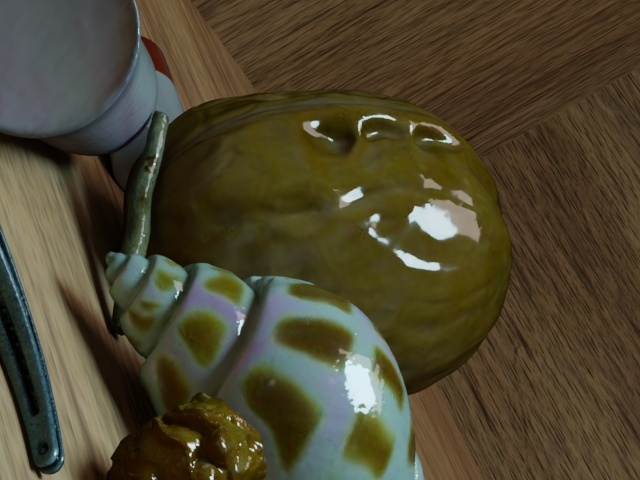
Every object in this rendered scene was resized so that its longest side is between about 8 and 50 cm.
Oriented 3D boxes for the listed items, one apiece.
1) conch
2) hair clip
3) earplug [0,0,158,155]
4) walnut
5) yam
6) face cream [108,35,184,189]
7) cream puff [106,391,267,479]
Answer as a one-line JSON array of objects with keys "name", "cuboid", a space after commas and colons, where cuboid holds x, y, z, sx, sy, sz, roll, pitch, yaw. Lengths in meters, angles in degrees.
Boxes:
[{"name": "conch", "cuboid": [-0.034, 0.152, 1.260, 0.368, 0.197, 0.249, 65, -20, 4]}, {"name": "hair clip", "cuboid": [-0.211, 0.052, 1.016, 0.229, 0.039, 0.070, 63, 5, 19]}, {"name": "earplug", "cuboid": [-0.221, -0.152, 1.387, 0.172, 0.172, 0.301, 61, 1, 8]}, {"name": "walnut", "cuboid": [0.000, 0.000, 1.503, 0.354, 0.398, 0.308, -117, -149, -44]}, {"name": "yam", "cuboid": [-0.163, -0.019, 1.367, 0.029, 0.027, 0.234, 51, 38, -49]}, {"name": "face cream", "cuboid": [-0.205, -0.145, 1.723, 0.096, 0.096, 0.214, 55, 7, -39]}, {"name": "cream puff", "cuboid": [-0.097, 0.160, 1.061, 0.094, 0.122, 0.116, 39, 42, 22]}]
